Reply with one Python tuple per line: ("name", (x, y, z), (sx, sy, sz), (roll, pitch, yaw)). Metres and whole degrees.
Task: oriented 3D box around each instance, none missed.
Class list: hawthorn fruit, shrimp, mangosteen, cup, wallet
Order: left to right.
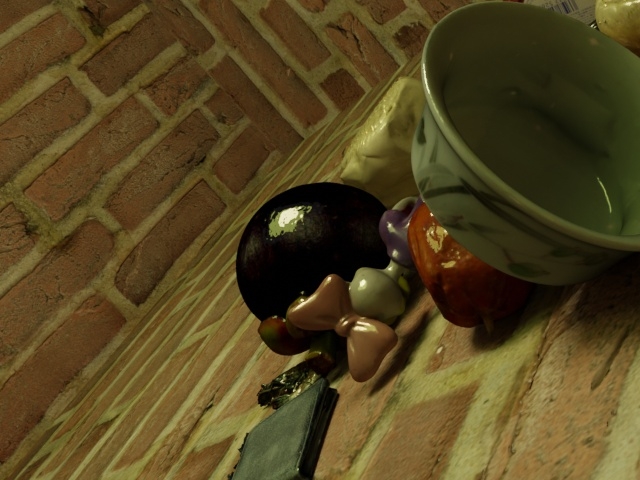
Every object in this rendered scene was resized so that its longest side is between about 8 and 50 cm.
("wallet", (-0.057, 0.287, 1.363), (0.167, 0.036, 0.222), (-37, 14, 24))
("shrimp", (-0.054, 0.229, 1.565), (0.161, 0.034, 0.091), (-34, 15, 34))
("mangosteen", (0.000, 0.062, 1.547), (0.275, 0.275, 0.302), (-33, 48, 42))
("hawthorn fruit", (0.190, 0.012, 1.211), (0.173, 0.173, 0.179), (-39, 13, 17))
("cup", (0.238, -0.084, 1.094), (0.347, 0.347, 0.163), (-54, -5, -44))

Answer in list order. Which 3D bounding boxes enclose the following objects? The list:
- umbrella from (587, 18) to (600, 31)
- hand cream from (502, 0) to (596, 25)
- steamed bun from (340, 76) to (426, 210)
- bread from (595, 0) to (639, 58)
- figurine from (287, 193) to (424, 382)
("umbrella", (0.441, -0.308, 1.798), (0.080, 0.071, 0.224), (-30, -7, -44))
("hand cream", (0.454, -0.442, 1.841), (0.230, 0.230, 0.149), (-32, 16, 43))
("steamed bun", (0.164, -0.156, 1.862), (0.276, 0.203, 0.289), (-61, 5, -32))
("bread", (0.533, -0.361, 1.415), (0.305, 0.159, 0.305), (-37, 15, 11))
("figurine", (0.149, -0.005, 1.375), (0.421, 0.154, 0.193), (-51, -16, 3))
